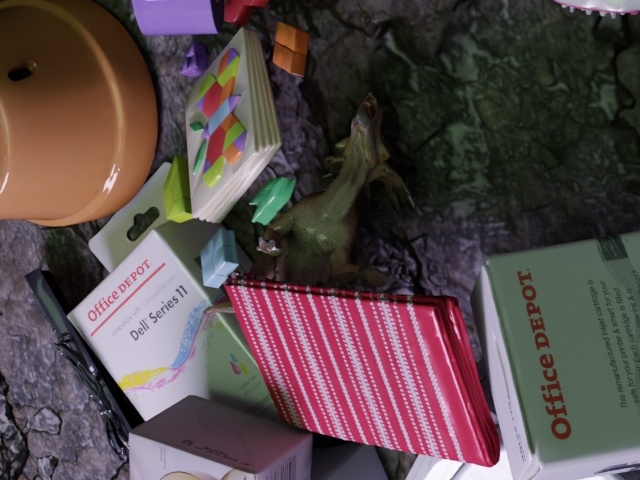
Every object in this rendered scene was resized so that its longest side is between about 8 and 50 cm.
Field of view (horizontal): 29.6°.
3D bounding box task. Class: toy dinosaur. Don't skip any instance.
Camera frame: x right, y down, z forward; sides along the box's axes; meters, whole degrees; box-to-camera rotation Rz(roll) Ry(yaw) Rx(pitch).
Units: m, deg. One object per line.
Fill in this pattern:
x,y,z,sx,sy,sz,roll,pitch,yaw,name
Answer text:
0.000,0.000,1.312,0.127,0.200,0.296,39,128,-6,toy dinosaur

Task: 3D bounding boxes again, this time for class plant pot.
-0.367,-0.142,1.438,0.291,0.203,0.291,9,109,29,plant pot

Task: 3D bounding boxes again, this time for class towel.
0.040,0.123,1.188,0.275,0.031,0.199,4,125,40,towel

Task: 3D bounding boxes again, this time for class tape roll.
-0.148,-0.308,1.254,0.080,0.189,0.189,-1,108,1,tape roll

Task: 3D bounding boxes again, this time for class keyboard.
-0.288,0.178,1.534,0.033,0.201,0.317,-31,92,-6,keyboard

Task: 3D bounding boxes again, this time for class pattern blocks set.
-0.099,-0.126,1.287,0.285,0.026,0.325,-55,37,31,pattern blocks set

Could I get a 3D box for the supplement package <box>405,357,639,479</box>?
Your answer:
0.215,0.255,1.288,0.203,0.149,0.194,32,118,17,supplement package

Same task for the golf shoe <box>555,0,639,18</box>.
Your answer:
0.341,-0.266,1.050,0.306,0.115,0.140,7,122,26,golf shoe

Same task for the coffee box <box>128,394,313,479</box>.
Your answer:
-0.111,0.343,1.338,0.168,0.119,0.297,13,111,29,coffee box

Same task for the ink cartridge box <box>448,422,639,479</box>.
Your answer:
0.225,0.290,1.175,0.223,0.045,0.224,42,119,13,ink cartridge box

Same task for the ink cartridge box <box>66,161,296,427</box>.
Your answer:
-0.163,0.104,1.467,0.207,0.119,0.353,-42,83,34,ink cartridge box

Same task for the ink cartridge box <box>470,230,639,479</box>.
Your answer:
0.289,0.100,1.092,0.273,0.114,0.197,-8,68,-6,ink cartridge box

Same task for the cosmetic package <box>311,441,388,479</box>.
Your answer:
0.023,0.445,1.460,0.197,0.155,0.365,-21,96,36,cosmetic package
